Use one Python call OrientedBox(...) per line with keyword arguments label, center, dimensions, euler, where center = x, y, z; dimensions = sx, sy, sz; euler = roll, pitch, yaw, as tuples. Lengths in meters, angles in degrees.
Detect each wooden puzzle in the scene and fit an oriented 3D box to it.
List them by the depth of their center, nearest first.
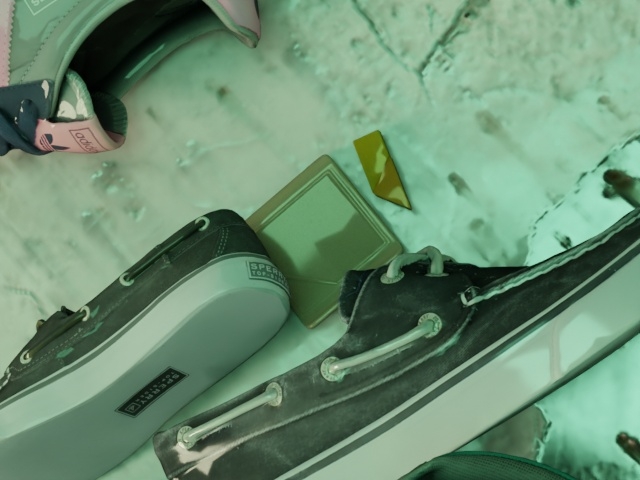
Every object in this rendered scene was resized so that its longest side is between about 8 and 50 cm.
OrientedBox(label="wooden puzzle", center=(0.000, 0.000, 0.683), dimensions=(0.116, 0.014, 0.078), euler=(-33, 73, 9))

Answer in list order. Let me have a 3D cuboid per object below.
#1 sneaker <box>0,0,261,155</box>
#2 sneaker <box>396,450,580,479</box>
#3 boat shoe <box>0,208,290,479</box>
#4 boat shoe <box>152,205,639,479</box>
OrientedBox(label="sneaker", center=(-0.178, -0.083, 0.686), dimensions=(0.319, 0.112, 0.131), euler=(-34, 74, 10))
OrientedBox(label="sneaker", center=(0.023, 0.177, 0.545), dimensions=(0.295, 0.178, 0.124), euler=(-19, 66, 0))
OrientedBox(label="boat shoe", center=(-0.120, 0.062, 0.678), dimensions=(0.228, 0.080, 0.076), euler=(-38, 50, 17))
OrientedBox(label="boat shoe", center=(0.050, 0.051, 0.623), dimensions=(0.301, 0.108, 0.102), euler=(-34, 79, 16))
